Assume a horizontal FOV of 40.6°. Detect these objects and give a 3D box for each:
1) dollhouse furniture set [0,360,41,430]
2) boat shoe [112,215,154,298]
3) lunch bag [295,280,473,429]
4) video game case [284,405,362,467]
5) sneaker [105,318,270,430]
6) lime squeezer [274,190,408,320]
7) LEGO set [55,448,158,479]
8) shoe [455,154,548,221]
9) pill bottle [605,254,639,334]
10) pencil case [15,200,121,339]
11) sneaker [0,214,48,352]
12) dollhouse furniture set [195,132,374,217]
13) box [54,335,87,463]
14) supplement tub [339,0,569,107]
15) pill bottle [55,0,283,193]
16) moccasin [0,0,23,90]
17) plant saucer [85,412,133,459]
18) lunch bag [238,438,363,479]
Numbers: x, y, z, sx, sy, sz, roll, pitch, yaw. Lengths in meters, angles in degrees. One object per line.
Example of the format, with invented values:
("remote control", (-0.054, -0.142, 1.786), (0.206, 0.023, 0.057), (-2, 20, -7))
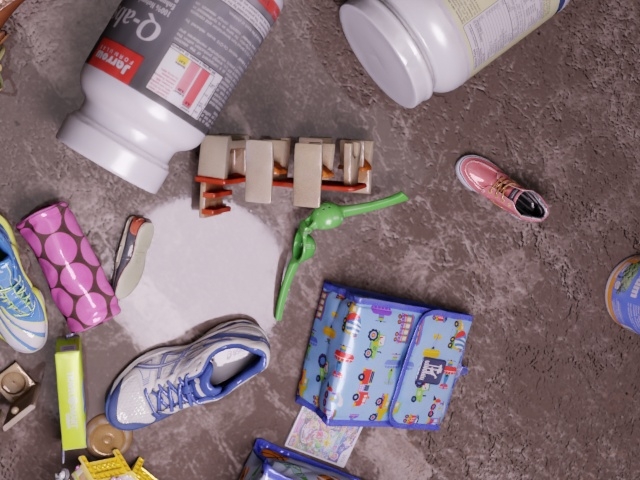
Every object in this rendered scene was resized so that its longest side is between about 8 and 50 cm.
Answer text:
("dollhouse furniture set", (-0.545, 0.232, 1.342), (0.144, 0.123, 0.151), (-39, 105, -6))
("boat shoe", (-0.314, 0.028, 1.416), (0.043, 0.049, 0.137), (22, 96, 26))
("lunch bag", (0.131, 0.213, 1.525), (0.293, 0.138, 0.221), (12, 94, -28))
("video game case", (0.006, 0.349, 1.555), (0.122, 0.011, 0.087), (24, 91, -16))
("sneaker", (-0.220, 0.225, 1.421), (0.296, 0.131, 0.112), (-30, 105, -7))
("lime squeezer", (0.000, 0.000, 1.461), (0.310, 0.059, 0.110), (-45, 140, 7))
("LEGO set", (-0.337, 0.436, 1.437), (0.107, 0.132, 0.287), (-45, 135, 16))
("shoe", (0.325, -0.093, 1.537), (0.178, 0.081, 0.063), (34, 88, -16))
("pill bottle", (0.646, 0.117, 1.548), (0.152, 0.272, 0.152), (-2, 98, -14))
("pencil case", (-0.404, 0.045, 1.373), (0.095, 0.098, 0.209), (-32, 105, -44))
("sneaker", (-0.492, 0.074, 1.332), (0.091, 0.126, 0.240), (-22, 102, -10))
("dollhouse furniture set", (-0.059, -0.095, 1.370), (0.259, 0.262, 0.135), (6, 99, 19))
("box", (-0.400, 0.252, 1.389), (0.042, 0.109, 0.178), (-4, 98, -15))
("supplement tub", (0.217, -0.387, 1.390), (0.325, 0.235, 0.235), (-37, 105, -6))
("pill bottle", (-0.230, -0.266, 1.308), (0.210, 0.210, 0.363), (31, 89, -16))
("moccasin", (-0.541, -0.253, 1.269), (0.380, 0.139, 0.147), (-46, 106, -4))
("plant saucer", (-0.358, 0.333, 1.459), (0.083, 0.015, 0.083), (-2, 98, -14))
("lunch bag", (0.007, 0.566, 1.472), (0.385, 0.239, 0.327), (23, 90, -9))
